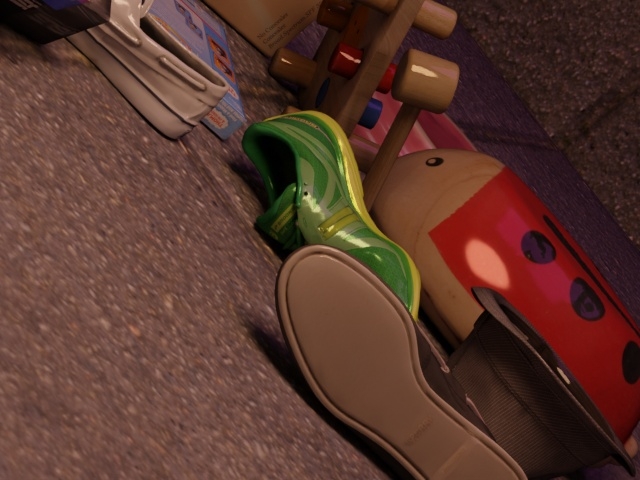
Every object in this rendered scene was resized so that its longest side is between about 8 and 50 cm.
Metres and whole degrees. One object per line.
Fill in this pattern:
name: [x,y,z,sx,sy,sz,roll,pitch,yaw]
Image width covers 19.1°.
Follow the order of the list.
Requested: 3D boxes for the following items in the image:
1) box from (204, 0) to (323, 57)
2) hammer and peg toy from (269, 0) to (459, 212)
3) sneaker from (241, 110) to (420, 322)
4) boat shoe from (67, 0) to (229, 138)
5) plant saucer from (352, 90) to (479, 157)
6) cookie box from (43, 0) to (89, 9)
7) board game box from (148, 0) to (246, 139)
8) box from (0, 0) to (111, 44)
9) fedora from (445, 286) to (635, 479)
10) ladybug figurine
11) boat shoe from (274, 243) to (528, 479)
box: [-0.122,-0.379,2.284,0.311,0.148,0.121,37,20,-35]
hammer and peg toy: [0.042,-0.198,2.161,0.127,0.266,0.361,23,25,-15]
sneaker: [0.000,0.000,1.870,0.123,0.109,0.295,-1,52,-38]
boat shoe: [-0.193,-0.214,1.808,0.258,0.084,0.095,45,16,-20]
plant saucer: [0.152,-0.091,2.495,0.332,0.084,0.332,45,17,-17]
cookie box: [-0.227,-0.261,1.582,0.092,0.040,0.107,35,54,-49]
board game box: [-0.155,-0.215,2.004,0.160,0.039,0.211,41,17,-29]
box: [-0.297,-0.416,1.652,0.318,0.097,0.395,30,54,-48]
fedora: [0.199,0.171,1.934,0.243,0.124,0.275,48,7,-18]
ladybug figurine: [0.235,0.066,2.208,0.449,0.162,0.305,51,15,-1]
boat shoe: [0.062,0.132,1.706,0.335,0.112,0.095,51,-3,-19]
